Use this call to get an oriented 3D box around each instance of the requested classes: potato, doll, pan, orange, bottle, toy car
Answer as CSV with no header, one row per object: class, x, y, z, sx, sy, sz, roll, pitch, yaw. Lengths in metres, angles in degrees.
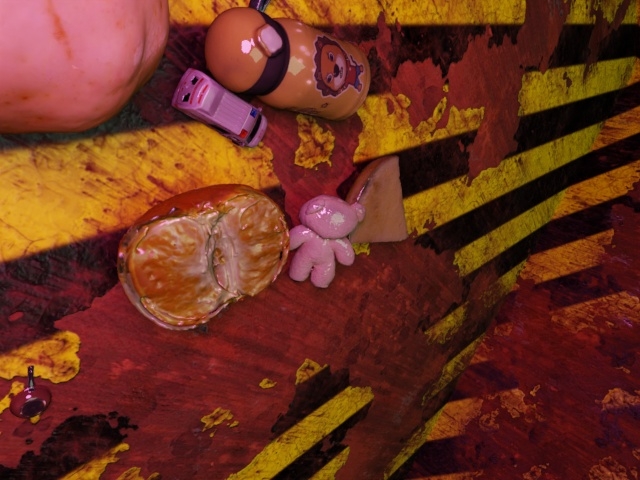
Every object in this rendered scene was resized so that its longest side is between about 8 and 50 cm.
potato,0.163,-0.128,1.225,0.270,0.112,0.254,-4,111,-41
doll,-0.005,-0.001,1.116,0.175,0.149,0.277,0,124,-34
pan,-0.550,0.292,0.795,0.069,0.024,0.115,-6,114,-42
orange,-0.234,0.025,0.849,0.335,0.196,0.262,-34,116,-34
bottle,-0.061,-0.336,0.814,0.352,0.172,0.171,-11,118,-51
toy car,-0.178,-0.249,0.827,0.210,0.108,0.089,24,93,-48

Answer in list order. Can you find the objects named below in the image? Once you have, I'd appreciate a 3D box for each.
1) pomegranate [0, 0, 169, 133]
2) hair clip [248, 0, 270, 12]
pomegranate,-0.358,-0.311,0.417,0.412,0.412,0.410,-22,124,-36
hair clip,-0.136,-0.417,0.845,0.070,0.039,0.229,-1,115,-46
